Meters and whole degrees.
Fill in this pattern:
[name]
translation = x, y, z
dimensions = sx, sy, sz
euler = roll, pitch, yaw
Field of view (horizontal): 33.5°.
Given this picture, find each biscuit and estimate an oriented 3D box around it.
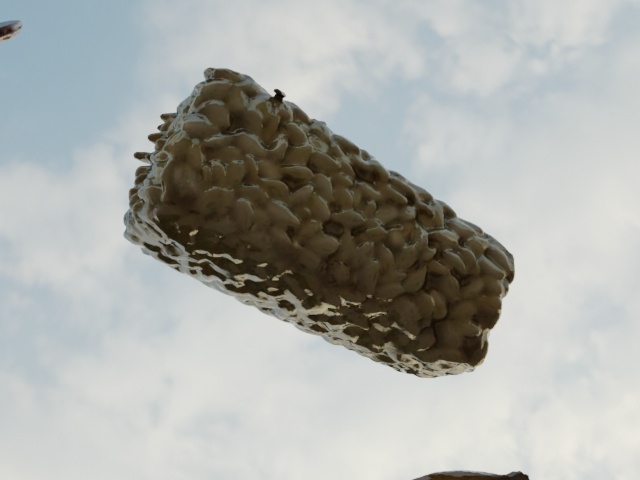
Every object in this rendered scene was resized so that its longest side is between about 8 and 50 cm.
[biscuit]
translation = 0.000, 0.000, 0.451
dimensions = 0.168, 0.082, 0.070
euler = 30, -118, -16

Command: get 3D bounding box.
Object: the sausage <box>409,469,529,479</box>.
[sausage]
translation = 0.045, 0.291, 0.900
dimensions = 0.328, 0.112, 0.112
euler = -41, -69, 7

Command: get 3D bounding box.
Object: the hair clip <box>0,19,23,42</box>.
[hair clip]
translation = -0.210, -0.074, 0.539
dimensions = 0.137, 0.054, 0.022
euler = -41, -66, -6
